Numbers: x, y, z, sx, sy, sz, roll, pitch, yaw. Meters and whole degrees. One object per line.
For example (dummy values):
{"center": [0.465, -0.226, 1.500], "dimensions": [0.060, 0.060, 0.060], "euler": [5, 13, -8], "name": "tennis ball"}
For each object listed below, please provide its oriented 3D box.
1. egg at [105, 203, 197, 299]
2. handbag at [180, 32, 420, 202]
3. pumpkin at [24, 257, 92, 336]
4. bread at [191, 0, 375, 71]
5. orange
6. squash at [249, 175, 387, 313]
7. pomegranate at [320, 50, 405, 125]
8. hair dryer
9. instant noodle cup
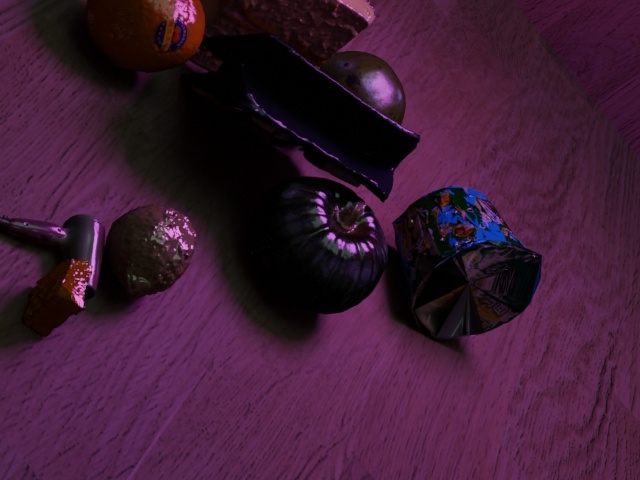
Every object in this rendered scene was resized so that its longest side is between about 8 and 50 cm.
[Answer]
{"center": [-0.217, 0.013, 1.704], "dimensions": [0.140, 0.116, 0.118], "euler": [-31, 121, -66], "name": "egg"}
{"center": [-0.040, -0.192, 2.041], "dimensions": [0.303, 0.122, 0.329], "euler": [31, -3, -25], "name": "handbag"}
{"center": [-0.301, 0.066, 1.559], "dimensions": [0.054, 0.083, 0.074], "euler": [37, 37, -23], "name": "pumpkin"}
{"center": [-0.071, -0.382, 2.188], "dimensions": [0.236, 0.263, 0.198], "euler": [30, 42, -34], "name": "bread"}
{"center": [-0.256, -0.323, 1.950], "dimensions": [0.178, 0.155, 0.177], "euler": [13, 20, -5], "name": "orange"}
{"center": [-0.003, 0.004, 1.977], "dimensions": [0.218, 0.172, 0.218], "euler": [8, 69, -23], "name": "squash"}
{"center": [0.035, -0.227, 2.300], "dimensions": [0.225, 0.187, 0.187], "euler": [-23, 78, -31], "name": "pomegranate"}
{"center": [-0.337, 0.003, 1.623], "dimensions": [0.154, 0.054, 0.106], "euler": [25, 44, -27], "name": "hair dryer"}
{"center": [0.237, 0.029, 2.274], "dimensions": [0.240, 0.240, 0.178], "euler": [29, 28, -38], "name": "instant noodle cup"}
